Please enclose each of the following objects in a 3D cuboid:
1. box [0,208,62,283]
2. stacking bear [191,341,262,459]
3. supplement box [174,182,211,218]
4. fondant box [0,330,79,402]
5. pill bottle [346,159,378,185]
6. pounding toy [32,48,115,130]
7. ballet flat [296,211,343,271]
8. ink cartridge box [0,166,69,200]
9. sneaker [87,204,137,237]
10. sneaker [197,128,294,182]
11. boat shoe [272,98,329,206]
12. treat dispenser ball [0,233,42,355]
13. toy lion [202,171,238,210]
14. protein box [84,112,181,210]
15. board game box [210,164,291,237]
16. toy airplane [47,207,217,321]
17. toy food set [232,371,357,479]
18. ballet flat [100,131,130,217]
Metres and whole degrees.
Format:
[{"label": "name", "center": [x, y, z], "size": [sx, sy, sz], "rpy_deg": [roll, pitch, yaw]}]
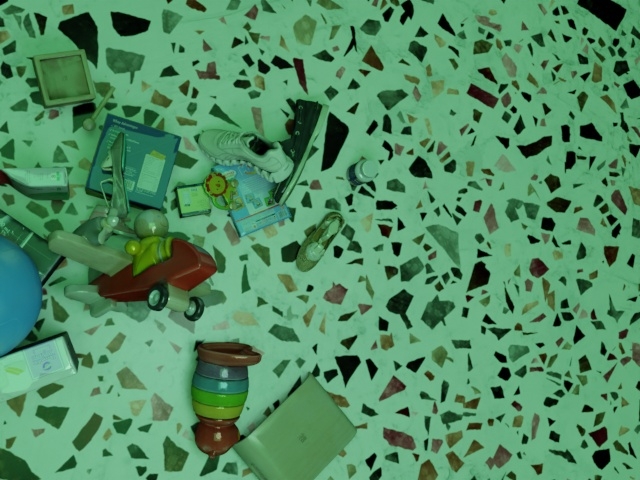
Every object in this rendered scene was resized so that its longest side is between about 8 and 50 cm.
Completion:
[{"label": "box", "center": [-0.853, 0.061, 1.703], "size": [0.343, 0.179, 0.313], "rpy_deg": [36, 76, -13]}, {"label": "stacking bear", "center": [-0.266, 0.429, 1.886], "size": [0.164, 0.175, 0.289], "rpy_deg": [6, 92, -19]}, {"label": "supplement box", "center": [-0.351, -0.110, 1.942], "size": [0.083, 0.056, 0.083], "rpy_deg": [-10, 89, -18]}, {"label": "fondant box", "center": [-0.700, 0.300, 1.656], "size": [0.238, 0.330, 0.096], "rpy_deg": [-20, 92, -19]}, {"label": "pill bottle", "center": [0.124, -0.200, 2.069], "size": [0.067, 0.120, 0.067], "rpy_deg": [1, 85, -17]}, {"label": "pounding toy", "center": [-0.637, -0.387, 1.856], "size": [0.181, 0.094, 0.206], "rpy_deg": [-15, 100, -23]}, {"label": "ballet flat", "center": [0.000, 0.000, 2.042], "size": [0.073, 0.067, 0.206], "rpy_deg": [34, 77, -14]}, {"label": "ink cartridge box", "center": [-0.742, -0.137, 1.752], "size": [0.224, 0.181, 0.056], "rpy_deg": [-5, 84, -18]}, {"label": "sneaker", "center": [-0.543, -0.055, 1.878], "size": [0.134, 0.051, 0.070], "rpy_deg": [21, 85, -11]}, {"label": "sneaker", "center": [-0.211, -0.256, 1.913], "size": [0.292, 0.118, 0.110], "rpy_deg": [19, 67, 22]}, {"label": "boat shoe", "center": [-0.084, -0.260, 2.003], "size": [0.113, 0.127, 0.340], "rpy_deg": [24, 75, -5]}, {"label": "treat dispenser ball", "center": [-0.740, 0.117, 1.490], "size": [0.288, 0.288, 0.289], "rpy_deg": [1, 86, -18]}, {"label": "toy lion", "center": [-0.275, -0.135, 1.933], "size": [0.096, 0.034, 0.100], "rpy_deg": [5, 85, -25]}, {"label": "protein box", "center": [-0.493, -0.198, 1.860], "size": [0.199, 0.136, 0.201], "rpy_deg": [16, 81, -16]}, {"label": "board game box", "center": [-0.196, -0.135, 2.003], "size": [0.160, 0.039, 0.212], "rpy_deg": [-23, 94, -18]}, {"label": "toy airplane", "center": [-0.449, 0.057, 1.757], "size": [0.384, 0.386, 0.273], "rpy_deg": [8, 74, -8]}, {"label": "toy food set", "center": [-0.068, 0.548, 1.981], "size": [0.306, 0.092, 0.220], "rpy_deg": [-41, 98, -24]}, {"label": "ballet flat", "center": [-0.509, -0.162, 1.744], "size": [0.068, 0.072, 0.213], "rpy_deg": [-3, 89, -13]}]
